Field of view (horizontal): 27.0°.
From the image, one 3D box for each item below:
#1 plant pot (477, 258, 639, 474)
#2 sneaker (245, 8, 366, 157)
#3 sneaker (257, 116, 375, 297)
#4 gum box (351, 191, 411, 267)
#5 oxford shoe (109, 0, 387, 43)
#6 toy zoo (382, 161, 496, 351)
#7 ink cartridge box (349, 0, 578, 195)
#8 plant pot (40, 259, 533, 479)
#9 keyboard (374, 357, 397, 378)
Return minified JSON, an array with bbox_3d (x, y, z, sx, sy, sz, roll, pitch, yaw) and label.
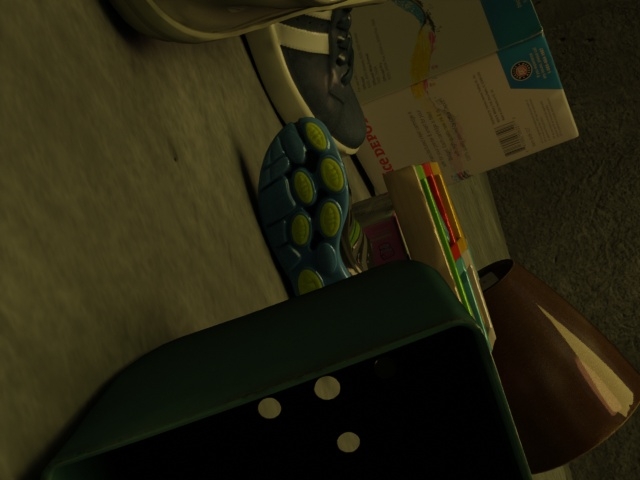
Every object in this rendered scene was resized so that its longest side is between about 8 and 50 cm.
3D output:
[{"bbox_3d":[0.267,0.147,1.735,0.230,0.215,0.215,54,15,-11],"label":"plant pot"},{"bbox_3d":[0.000,-0.226,1.107,0.131,0.148,0.350,-93,162,-53],"label":"sneaker"},{"bbox_3d":[0.000,0.000,0.976,0.078,0.067,0.188,-84,160,-69],"label":"sneaker"},{"bbox_3d":[0.063,0.021,1.230,0.188,0.062,0.107,-58,129,-76],"label":"gum box"},{"bbox_3d":[0.021,-0.240,0.895,0.449,0.130,0.169,-39,108,-54],"label":"oxford shoe"},{"bbox_3d":[0.119,0.020,1.260,0.293,0.030,0.192,-25,97,-80],"label":"toy zoo"},{"bbox_3d":[0.134,-0.181,1.464,0.171,0.232,0.168,59,15,-48],"label":"ink cartridge box"},{"bbox_3d":[0.003,0.104,0.594,0.234,0.165,0.165,-94,164,-78],"label":"plant pot"},{"bbox_3d":[0.030,0.079,1.100,0.100,0.038,0.192,-60,136,-44],"label":"keyboard"}]
